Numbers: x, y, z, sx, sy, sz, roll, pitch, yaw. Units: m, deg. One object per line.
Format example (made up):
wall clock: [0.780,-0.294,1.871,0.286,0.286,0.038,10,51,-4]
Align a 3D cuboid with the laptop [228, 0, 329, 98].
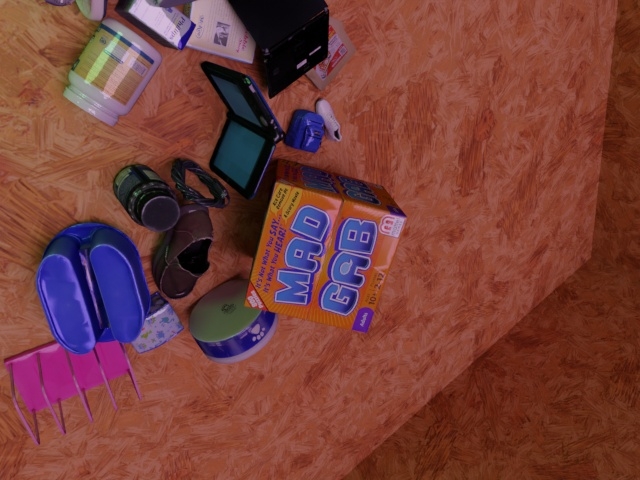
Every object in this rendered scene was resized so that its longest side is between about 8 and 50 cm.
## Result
laptop: [-0.102,-0.563,1.260,0.234,0.136,0.264,-41,162,-17]

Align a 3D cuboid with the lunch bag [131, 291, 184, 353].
lunch bag: [-0.512,0.253,1.421,0.151,0.096,0.129,-39,132,-26]

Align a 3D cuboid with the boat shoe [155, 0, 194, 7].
boat shoe: [-0.228,-0.639,1.038,0.367,0.135,0.157,-32,108,-26]

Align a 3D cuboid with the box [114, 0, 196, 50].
box: [-0.377,-0.508,1.077,0.137,0.126,0.072,29,94,-43]

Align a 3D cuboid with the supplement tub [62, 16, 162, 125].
supplement tub: [-0.470,-0.377,1.067,0.144,0.144,0.200,33,92,-43]

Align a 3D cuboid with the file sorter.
file sorter: [-0.677,0.397,1.317,0.290,0.182,0.202,-20,125,-27]

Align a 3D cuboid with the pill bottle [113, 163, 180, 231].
pill bottle: [-0.436,-0.106,1.192,0.122,0.219,0.123,-18,124,-29]

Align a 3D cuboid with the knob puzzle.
knob puzzle: [-0.002,-0.570,1.389,0.213,0.030,0.213,-18,124,-28]

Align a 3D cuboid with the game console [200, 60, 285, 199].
game console: [-0.236,-0.284,1.194,0.173,0.293,0.250,-42,132,-11]

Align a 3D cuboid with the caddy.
caddy: [-0.587,0.126,1.237,0.241,0.179,0.342,-12,108,-14]

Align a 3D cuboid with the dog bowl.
dog bowl: [-0.272,0.247,1.481,0.264,0.265,0.104,-34,127,-17]

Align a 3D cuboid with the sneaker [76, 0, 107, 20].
sneaker: [-0.426,-0.636,0.976,0.148,0.131,0.350,-17,132,-48]

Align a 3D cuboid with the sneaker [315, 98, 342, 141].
sneaker: [0.033,-0.381,1.501,0.053,0.061,0.152,-37,130,-12]

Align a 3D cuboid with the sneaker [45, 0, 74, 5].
sneaker: [-0.523,-0.596,0.903,0.102,0.146,0.294,-8,102,-52]

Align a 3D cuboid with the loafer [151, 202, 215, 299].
loafer: [-0.386,0.063,1.329,0.133,0.130,0.366,-9,142,-33]

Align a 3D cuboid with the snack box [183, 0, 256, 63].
snack box: [-0.228,-0.626,1.168,0.187,0.060,0.322,1,113,-37]

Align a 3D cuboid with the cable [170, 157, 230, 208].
cable: [-0.338,-0.152,1.278,0.047,0.184,0.150,-48,168,29]

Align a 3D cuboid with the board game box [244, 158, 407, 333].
board game box: [0.000,0.000,1.400,0.356,0.356,0.357,14,108,-9]

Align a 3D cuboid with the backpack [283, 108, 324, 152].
backpack: [-0.037,-0.335,1.448,0.098,0.101,0.120,4,108,-45]
